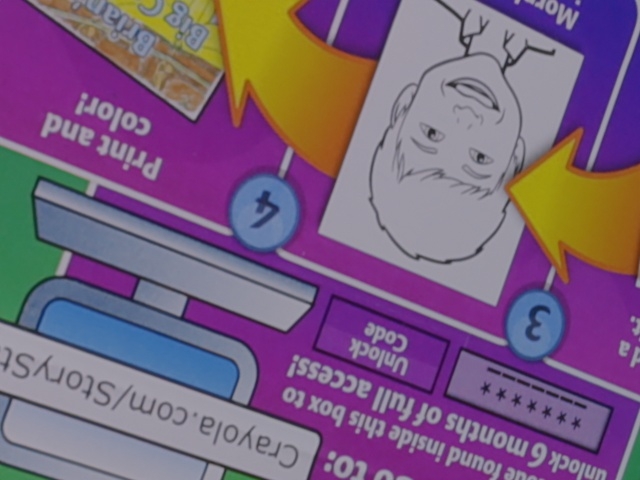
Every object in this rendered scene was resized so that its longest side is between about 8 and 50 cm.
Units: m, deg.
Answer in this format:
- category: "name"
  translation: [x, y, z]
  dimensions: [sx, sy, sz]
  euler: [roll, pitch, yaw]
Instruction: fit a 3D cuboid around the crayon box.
- category: "crayon box"
  translation: [0.000, 0.000, 0.500]
  dimensions: [0.363, 0.106, 0.313]
  euler: [23, 84, -27]
